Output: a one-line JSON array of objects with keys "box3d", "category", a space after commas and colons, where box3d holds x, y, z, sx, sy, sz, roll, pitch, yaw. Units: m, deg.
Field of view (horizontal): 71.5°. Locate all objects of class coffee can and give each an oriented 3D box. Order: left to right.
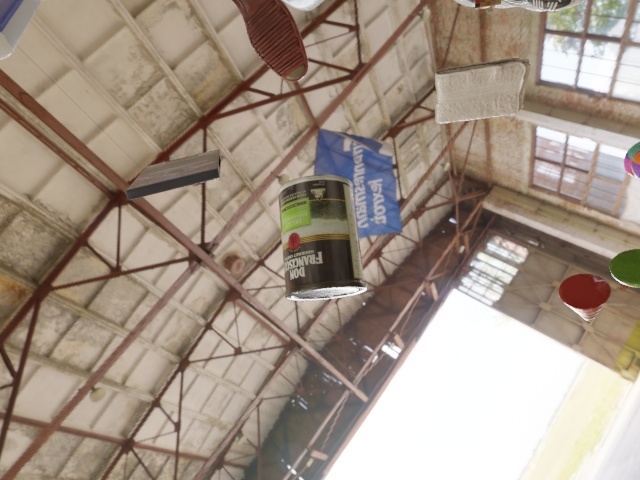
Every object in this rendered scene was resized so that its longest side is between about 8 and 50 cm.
[{"box3d": [0.000, 0.000, 1.125, 0.201, 0.201, 0.276, 17, -117, -56], "category": "coffee can"}]

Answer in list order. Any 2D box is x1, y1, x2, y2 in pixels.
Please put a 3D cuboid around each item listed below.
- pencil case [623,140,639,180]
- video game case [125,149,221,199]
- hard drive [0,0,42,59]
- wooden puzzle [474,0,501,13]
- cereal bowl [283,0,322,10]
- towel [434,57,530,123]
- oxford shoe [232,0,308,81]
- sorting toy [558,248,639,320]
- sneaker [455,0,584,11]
[{"box3d": [0.726, -0.144, 0.905, 0.236, 0.104, 0.105, -80, 3, -67], "category": "pencil case"}, {"box3d": [-0.334, -0.163, 1.054, 0.195, 0.274, 0.026, -15, -67, -6], "category": "video game case"}, {"box3d": [-0.524, -0.312, 0.644, 0.210, 0.319, 0.040, -20, -45, -4], "category": "hard drive"}, {"box3d": [0.332, -0.483, 0.878, 0.006, 0.049, 0.084, 28, -110, -60], "category": "wooden puzzle"}, {"box3d": [-0.055, -0.609, 0.792, 0.339, 0.141, 0.339, 34, -134, -44], "category": "cereal bowl"}, {"box3d": [0.504, -0.466, 1.404, 0.187, 0.281, 0.049, 75, -168, -46], "category": "towel"}, {"box3d": [-0.131, -0.560, 1.089, 0.348, 0.122, 0.130, 58, -158, -20], "category": "oxford shoe"}, {"box3d": [0.833, 0.119, 1.195, 0.365, 0.127, 0.126, -27, -57, 7], "category": "sorting toy"}, {"box3d": [0.467, -0.648, 1.007, 0.210, 0.365, 0.138, 40, -113, -62], "category": "sneaker"}]
